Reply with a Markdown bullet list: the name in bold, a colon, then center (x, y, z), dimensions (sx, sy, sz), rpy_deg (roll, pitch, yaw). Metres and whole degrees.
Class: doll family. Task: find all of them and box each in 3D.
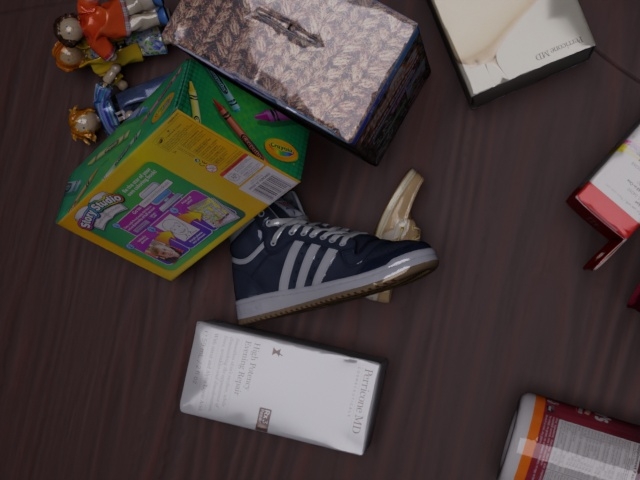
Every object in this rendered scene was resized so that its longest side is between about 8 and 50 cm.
- **doll family**: center (-0.245, -0.192, 1.483), dimensions (0.163, 0.118, 0.263), rpy_deg (-16, 105, 1)

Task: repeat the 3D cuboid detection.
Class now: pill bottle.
- **pill bottle**: center (0.324, 0.263, 1.374), dimensions (0.221, 0.121, 0.121), rpy_deg (16, 91, 8)

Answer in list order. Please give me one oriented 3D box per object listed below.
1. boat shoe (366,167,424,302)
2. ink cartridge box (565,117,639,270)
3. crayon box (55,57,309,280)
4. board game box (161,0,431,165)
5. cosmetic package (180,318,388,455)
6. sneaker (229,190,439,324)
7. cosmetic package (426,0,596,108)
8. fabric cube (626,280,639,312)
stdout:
- **boat shoe**: center (0.094, -0.003, 1.446), dimensions (0.059, 0.063, 0.170), rpy_deg (24, 101, 5)
- **ink cartridge box**: center (0.360, -0.074, 1.370), dimensions (0.078, 0.134, 0.231), rpy_deg (42, 94, 6)
- **crayon box**: center (-0.162, -0.071, 1.362), dimensions (0.165, 0.278, 0.081), rpy_deg (29, 48, -26)
- **board game box**: center (-0.014, -0.210, 1.346), dimensions (0.232, 0.291, 0.141), rpy_deg (30, 93, 7)
- **cosmetic package**: center (-0.043, 0.175, 1.447), dimensions (0.231, 0.085, 0.117), rpy_deg (11, 91, 9)
- **sneaker**: center (0.000, 0.000, 1.401), dimensions (0.282, 0.099, 0.153), rpy_deg (-16, 82, 34)
- **cosmetic package**: center (0.192, -0.332, 1.412), dimensions (0.160, 0.113, 0.309), rpy_deg (-23, 85, 7)
- **fabric cube**: center (0.518, 0.024, 1.288), dimensions (0.258, 0.254, 0.259), rpy_deg (29, 93, 9)
